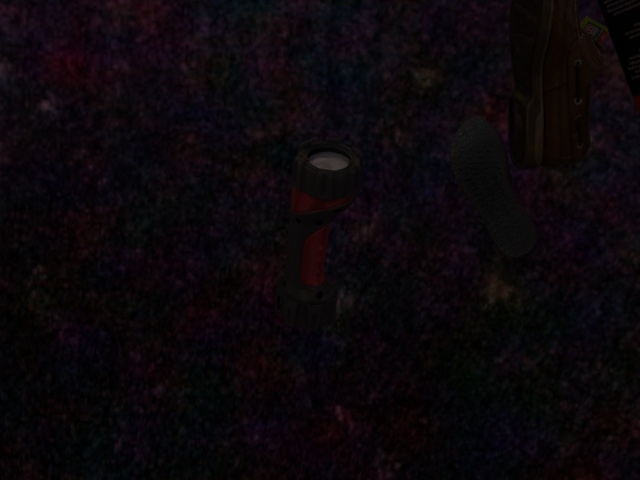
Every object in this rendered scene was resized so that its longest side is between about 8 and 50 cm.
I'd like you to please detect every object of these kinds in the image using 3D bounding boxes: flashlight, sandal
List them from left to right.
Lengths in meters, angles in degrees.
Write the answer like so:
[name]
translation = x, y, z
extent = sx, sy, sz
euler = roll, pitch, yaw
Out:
[flashlight]
translation = 0.000, 0.000, 1.465
extent = 0.103, 0.304, 0.103
euler = -14, 40, -23
[sandal]
translation = 0.293, -0.087, 1.688
extent = 0.054, 0.097, 0.254
euler = 1, 68, -64

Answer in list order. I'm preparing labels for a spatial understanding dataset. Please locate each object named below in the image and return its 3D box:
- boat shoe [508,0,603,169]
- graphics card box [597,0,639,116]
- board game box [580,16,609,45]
[boat shoe]
translation = 0.311, -0.243, 1.303
extent = 0.104, 0.307, 0.111
euler = -5, 31, -7
[graphics card box]
translation = 0.288, -0.276, 0.787
extent = 0.094, 0.233, 0.371
euler = -24, 94, -10
[board game box]
translation = 0.371, -0.249, 1.513
extent = 0.043, 0.181, 0.092
euler = 31, 14, 4
